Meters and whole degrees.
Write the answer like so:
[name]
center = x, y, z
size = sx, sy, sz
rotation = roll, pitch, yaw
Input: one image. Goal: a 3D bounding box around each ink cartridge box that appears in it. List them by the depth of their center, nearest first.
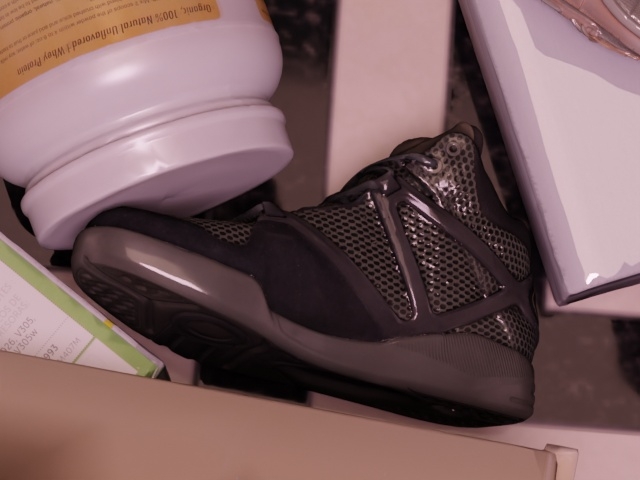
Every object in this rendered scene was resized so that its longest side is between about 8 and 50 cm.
[ink cartridge box]
center = -0.166, 0.021, 0.877
size = 0.209, 0.109, 0.062
rotation = 38, 80, 5

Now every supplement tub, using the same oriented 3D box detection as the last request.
[supplement tub]
center = -0.102, -0.110, 0.885
size = 0.144, 0.144, 0.199
rotation = -19, 81, -6

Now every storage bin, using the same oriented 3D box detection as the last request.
[storage bin]
center = -0.048, 0.193, 0.776
size = 0.262, 0.123, 0.260
rotation = 9, 115, 6

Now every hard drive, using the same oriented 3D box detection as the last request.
[hard drive]
center = 0.175, -0.168, 0.958
size = 0.233, 0.047, 0.353
rotation = -16, 81, -5

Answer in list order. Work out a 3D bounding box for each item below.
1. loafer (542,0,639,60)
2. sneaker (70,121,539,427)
[loafer]
center = 0.124, -0.117, 0.909
size = 0.125, 0.039, 0.045
rotation = 39, 48, 2
[sneaker]
center = 0.000, 0.000, 0.885
size = 0.228, 0.087, 0.130
rotation = 15, 71, -20
